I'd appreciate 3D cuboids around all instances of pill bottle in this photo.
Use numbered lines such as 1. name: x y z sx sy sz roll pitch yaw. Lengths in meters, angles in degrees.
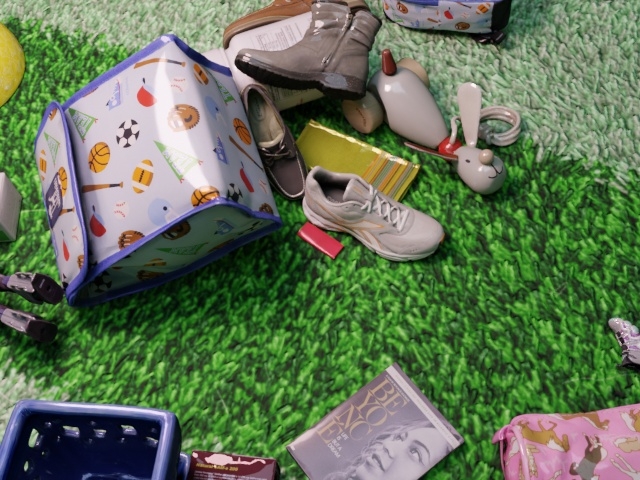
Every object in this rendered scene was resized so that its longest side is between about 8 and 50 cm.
1. pill bottle: -0.077 -0.329 1.568 0.283 0.160 0.160 -19 61 -6

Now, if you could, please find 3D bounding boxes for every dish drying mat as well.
1. dish drying mat: 0.000 0.000 1.461 0.083 0.008 0.032 34 68 20

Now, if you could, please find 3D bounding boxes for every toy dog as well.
1. toy dog: 0.197 -0.233 1.489 0.333 0.161 0.220 21 65 16

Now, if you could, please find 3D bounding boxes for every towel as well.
1. towel: 0.059 -0.144 1.531 0.237 0.021 0.102 26 65 18

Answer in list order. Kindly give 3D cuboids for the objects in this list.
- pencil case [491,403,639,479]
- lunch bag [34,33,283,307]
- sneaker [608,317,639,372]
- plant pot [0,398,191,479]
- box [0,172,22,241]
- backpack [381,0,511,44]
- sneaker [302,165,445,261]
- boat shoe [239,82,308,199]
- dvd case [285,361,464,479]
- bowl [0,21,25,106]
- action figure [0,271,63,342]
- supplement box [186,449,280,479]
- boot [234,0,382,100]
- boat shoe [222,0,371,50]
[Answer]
1. pencil case: 0.445 0.307 1.164 0.386 0.160 0.167 -9 31 0
2. lunch bag: -0.310 -0.100 1.392 0.385 0.239 0.328 -25 69 21
3. sneaker: 0.480 0.171 1.305 0.069 0.038 0.098 -41 65 -18
4. plant pot: -0.312 0.369 1.160 0.236 0.212 0.236 4 62 7
5. box: -0.608 -0.056 1.499 0.101 0.087 0.102 -5 60 2
6. backpack: 0.243 -0.538 1.644 0.263 0.213 0.276 -1 63 16
7. sneaker: 0.085 -0.049 1.417 0.262 0.121 0.099 18 64 14
8. boat shoe: -0.086 -0.173 1.472 0.080 0.073 0.223 -22 97 5
9. dvd case: 0.083 0.312 1.271 0.221 0.018 0.164 -35 63 -14
10. bowl: -0.760 -0.378 1.658 0.289 0.156 0.289 -2 61 4
11. action figure: -0.562 0.084 1.394 0.285 0.099 0.185 10 79 26
12. supplement box: -0.139 0.431 1.190 0.130 0.073 0.239 5 62 7
13. boot: -0.021 -0.347 1.464 0.246 0.083 0.161 10 84 -10
14. boat shoe: -0.057 -0.438 1.669 0.307 0.111 0.104 -15 55 -14
